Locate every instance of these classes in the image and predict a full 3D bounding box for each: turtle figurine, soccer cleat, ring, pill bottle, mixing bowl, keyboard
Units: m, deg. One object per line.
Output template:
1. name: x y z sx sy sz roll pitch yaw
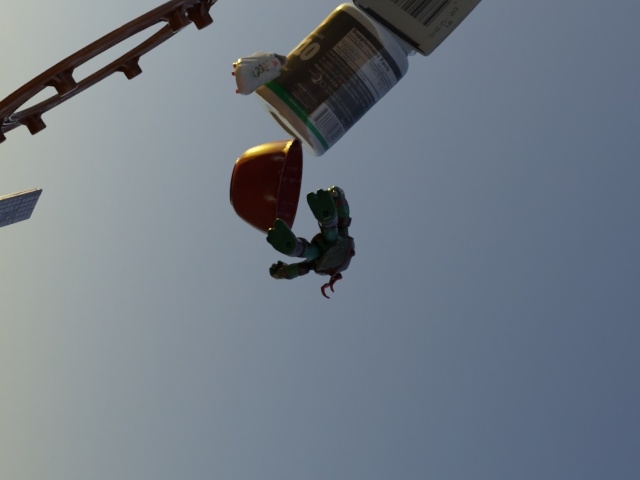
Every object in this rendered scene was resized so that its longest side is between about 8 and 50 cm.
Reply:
1. turtle figurine: 0.000 0.000 1.795 0.175 0.118 0.234 -56 163 -5
2. soccer cleat: -0.118 -0.331 2.241 0.196 0.076 0.068 -62 144 -65
3. ring: -0.247 -0.188 1.295 0.032 0.336 0.336 58 -22 -8
4. pill bottle: 0.053 -0.365 2.424 0.204 0.361 0.204 45 -4 4
5. mixing bowl: -0.097 -0.094 1.988 0.181 0.098 0.181 10 90 -81
6. keyboard: -0.581 -0.039 1.996 0.014 0.256 0.072 35 -62 18

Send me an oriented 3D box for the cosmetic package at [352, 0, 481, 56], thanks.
1. cosmetic package: 0.105 -0.411 1.629 0.129 0.153 0.296 -45 -146 24
